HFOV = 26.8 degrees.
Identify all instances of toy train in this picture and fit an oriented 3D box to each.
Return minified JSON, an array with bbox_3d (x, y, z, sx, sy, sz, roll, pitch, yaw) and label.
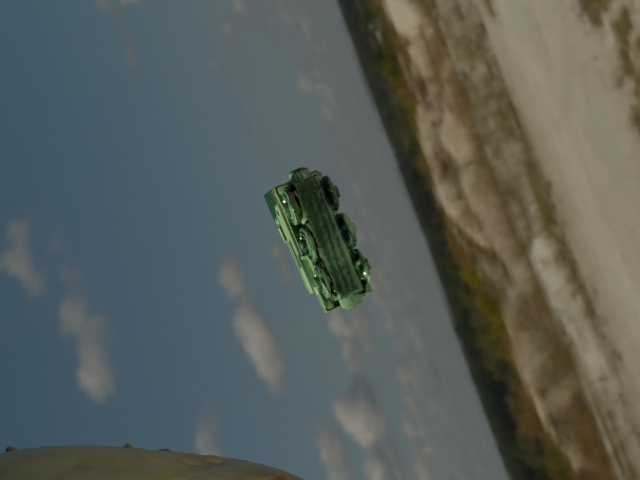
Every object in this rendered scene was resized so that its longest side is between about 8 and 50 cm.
[{"bbox_3d":[0.000,0.000,0.751,0.083,0.033,0.053,67,164,2],"label":"toy train"}]

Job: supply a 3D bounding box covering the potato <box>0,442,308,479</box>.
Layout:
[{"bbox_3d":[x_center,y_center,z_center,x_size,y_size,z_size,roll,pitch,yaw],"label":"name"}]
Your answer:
[{"bbox_3d":[-0.056,0.152,0.366,0.210,0.173,0.307,59,149,12],"label":"potato"}]
